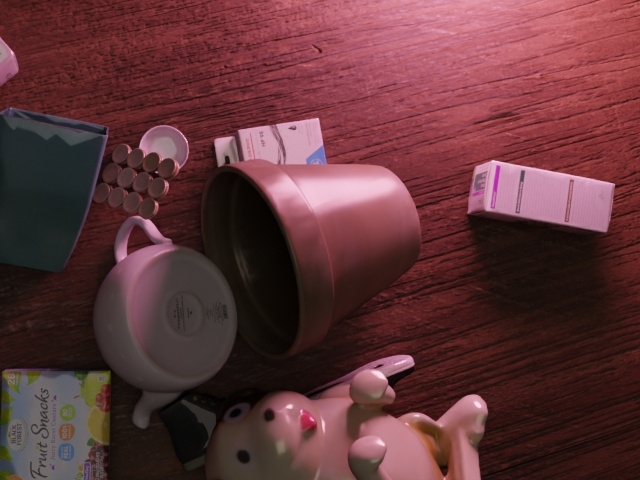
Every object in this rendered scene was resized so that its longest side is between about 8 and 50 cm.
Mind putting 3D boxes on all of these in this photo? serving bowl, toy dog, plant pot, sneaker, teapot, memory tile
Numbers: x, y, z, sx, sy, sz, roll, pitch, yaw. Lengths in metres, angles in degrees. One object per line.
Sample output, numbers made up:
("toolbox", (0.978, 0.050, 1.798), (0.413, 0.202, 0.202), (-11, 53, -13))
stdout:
("serving bowl", (-0.267, -0.153, 1.752), (0.083, 0.027, 0.083), (1, 87, -11))
("toy dog", (0.020, 0.353, 1.612), (0.407, 0.395, 0.285), (21, 54, -22))
("plant pot", (-0.441, -0.078, 1.645), (0.165, 0.165, 0.234), (10, 99, -13))
("sneaker", (0.076, 0.287, 1.773), (0.216, 0.079, 0.121), (-22, 96, -5))
("sneaker", (-0.154, 0.282, 1.719), (0.222, 0.083, 0.118), (-29, 92, -10))
("plant pot", (0.000, 0.000, 1.675), (0.280, 0.323, 0.323), (-18, 90, -27))
("teapot", (-0.273, 0.127, 1.663), (0.252, 0.187, 0.256), (48, 51, -23))
("memory tile", (-0.307, -0.099, 1.703), (0.148, 0.012, 0.113), (18, 80, 34))

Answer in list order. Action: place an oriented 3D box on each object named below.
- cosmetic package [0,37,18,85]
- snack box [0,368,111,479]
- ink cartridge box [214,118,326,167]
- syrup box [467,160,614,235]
("cosmetic package", (-0.681, -0.238, 1.614), (0.365, 0.155, 0.197), (-43, 98, -12))
("snack box", (-0.429, 0.313, 1.670), (0.174, 0.070, 0.207), (2, 85, -11))
("ink cartridge box", (-0.085, -0.143, 1.771), (0.180, 0.060, 0.104), (-10, 89, -12))
("syrup box", (0.393, -0.074, 1.843), (0.236, 0.093, 0.096), (11, 85, -10))
